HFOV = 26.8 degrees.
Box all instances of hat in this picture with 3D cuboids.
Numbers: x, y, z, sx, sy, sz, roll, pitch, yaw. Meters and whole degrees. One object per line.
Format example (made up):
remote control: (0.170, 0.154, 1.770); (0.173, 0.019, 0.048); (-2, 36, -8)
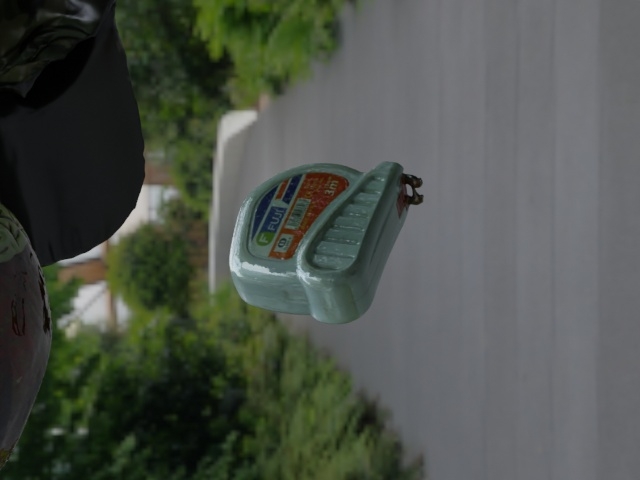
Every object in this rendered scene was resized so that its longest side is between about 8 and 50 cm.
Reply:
hat: (-0.370, -0.172, 1.559); (0.366, 0.257, 0.381); (-20, -59, -55)

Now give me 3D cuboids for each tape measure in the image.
tape measure: (0.001, 0.000, 1.940); (0.125, 0.246, 0.243); (73, -148, -45)

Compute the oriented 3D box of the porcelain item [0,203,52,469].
porcelain item: (-0.302, 0.066, 0.875); (0.253, 0.253, 0.253); (180, 90, -84)
